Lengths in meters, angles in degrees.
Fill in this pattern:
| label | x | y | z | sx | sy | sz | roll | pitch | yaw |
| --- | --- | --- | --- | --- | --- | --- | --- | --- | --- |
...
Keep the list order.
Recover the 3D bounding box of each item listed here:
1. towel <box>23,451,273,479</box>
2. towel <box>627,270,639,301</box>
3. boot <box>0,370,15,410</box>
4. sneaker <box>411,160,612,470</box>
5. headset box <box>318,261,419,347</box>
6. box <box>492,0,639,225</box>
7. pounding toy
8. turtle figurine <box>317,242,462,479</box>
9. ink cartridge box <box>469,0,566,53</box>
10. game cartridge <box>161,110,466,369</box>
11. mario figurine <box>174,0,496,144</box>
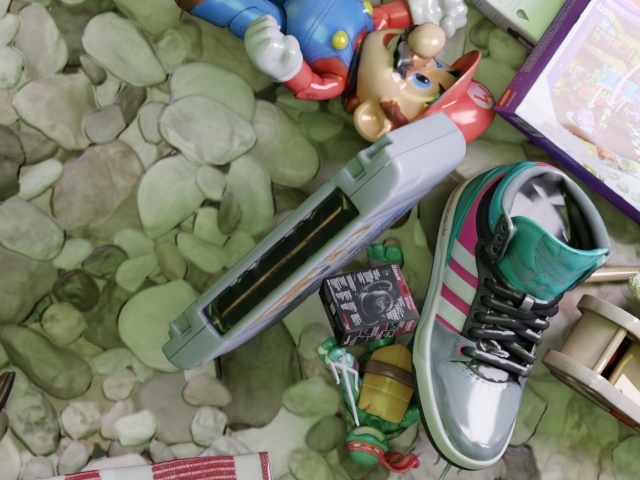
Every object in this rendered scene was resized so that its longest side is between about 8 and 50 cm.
| label | x | y | z | sx | sy | sz | roll | pitch | yaw |
| --- | --- | --- | --- | --- | --- | --- | --- | --- | --- |
| towel | -0.192 | 0.333 | 1.764 | 0.329 | 0.037 | 0.237 | -6 | 77 | -12 |
| towel | 0.348 | 0.066 | 1.765 | 0.027 | 0.148 | 0.110 | -47 | 69 | 24 |
| boot | -0.364 | 0.146 | 1.800 | 0.114 | 0.037 | 0.106 | 31 | 84 | 4 |
| sneaker | 0.181 | 0.052 | 1.699 | 0.124 | 0.178 | 0.295 | 16 | 66 | -21 |
| headset box | 0.048 | 0.059 | 1.731 | 0.083 | 0.032 | 0.062 | -11 | 62 | -20 |
| box | 0.335 | -0.121 | 1.793 | 0.293 | 0.057 | 0.201 | 37 | 85 | -19 |
| pounding toy | 0.309 | 0.095 | 1.776 | 0.269 | 0.154 | 0.155 | 33 | 86 | -1 |
| turtle figurine | 0.068 | 0.129 | 1.781 | 0.175 | 0.118 | 0.234 | 23 | 69 | -18 |
| ink cartridge box | 0.240 | -0.231 | 1.835 | 0.150 | 0.063 | 0.109 | 39 | 86 | 0 |
| game cartridge | 0.000 | 0.000 | 1.707 | 0.297 | 0.198 | 0.062 | -42 | 79 | 26 |
| mario figurine | 0.033 | -0.206 | 1.773 | 0.320 | 0.170 | 0.198 | 33 | 84 | 1 |
